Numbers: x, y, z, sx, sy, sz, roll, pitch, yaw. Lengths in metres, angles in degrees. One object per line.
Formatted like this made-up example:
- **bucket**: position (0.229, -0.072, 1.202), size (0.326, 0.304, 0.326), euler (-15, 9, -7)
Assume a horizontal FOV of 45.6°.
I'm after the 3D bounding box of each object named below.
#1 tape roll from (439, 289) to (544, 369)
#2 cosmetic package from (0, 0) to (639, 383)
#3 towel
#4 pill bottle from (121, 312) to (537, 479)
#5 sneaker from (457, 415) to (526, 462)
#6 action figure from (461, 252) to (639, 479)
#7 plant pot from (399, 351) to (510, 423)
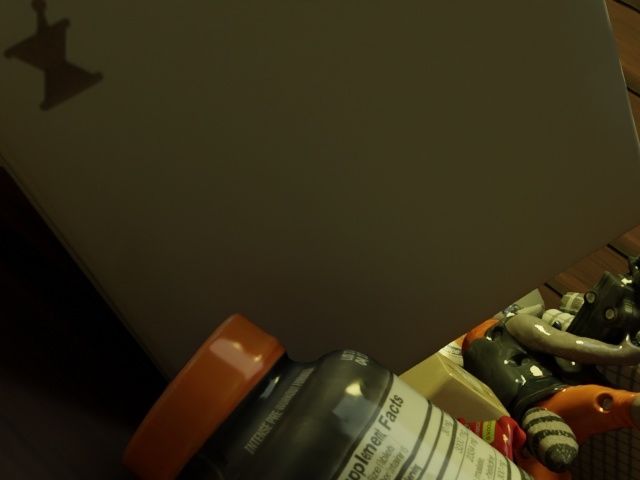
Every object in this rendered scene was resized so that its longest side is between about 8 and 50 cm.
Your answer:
- **tape roll**: position (0.185, 0.106, 1.024), size (0.219, 0.219, 0.072), euler (37, 47, 2)
- **cosmetic package**: position (-0.045, -0.130, 0.565), size (0.327, 0.329, 0.393), euler (63, -7, -30)
- **towel**: position (0.394, 0.218, 0.933), size (0.235, 0.121, 0.283), euler (21, -46, 47)
- **pill bottle**: position (0.031, 0.139, 0.349), size (0.246, 0.130, 0.130), euler (37, 7, 4)
- **sneaker**: position (0.085, 0.159, 0.531), size (0.279, 0.118, 0.107), euler (40, 7, 27)
- **action figure**: position (0.246, 0.129, 0.770), size (0.179, 0.341, 0.330), euler (21, 12, -17)
- **plant pot**: position (0.112, 0.168, 0.713), size (0.109, 0.096, 0.109), euler (36, 7, -8)
